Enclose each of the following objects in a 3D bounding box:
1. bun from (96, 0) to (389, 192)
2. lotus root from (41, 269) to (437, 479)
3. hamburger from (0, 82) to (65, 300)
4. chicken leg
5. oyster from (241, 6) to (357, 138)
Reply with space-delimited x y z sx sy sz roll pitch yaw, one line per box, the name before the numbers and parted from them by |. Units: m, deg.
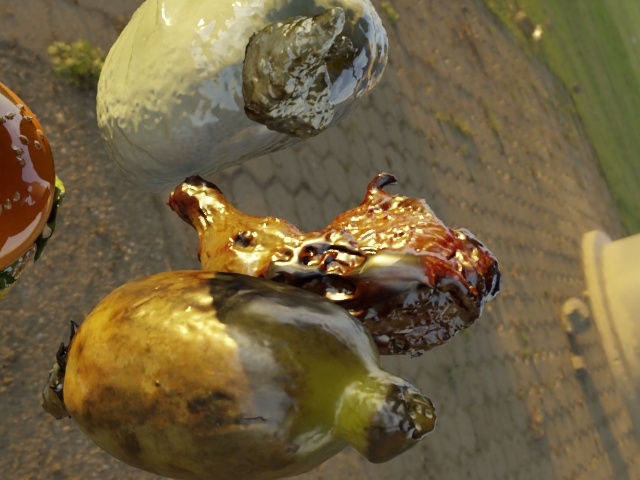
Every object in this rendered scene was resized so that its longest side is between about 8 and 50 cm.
bun | -0.097 -0.192 0.967 0.211 0.362 0.362 65 25 -10
lotus root | -0.063 0.093 0.607 0.169 0.314 0.141 -11 102 -61
hamburger | -0.322 -0.055 0.673 0.246 0.170 0.246 17 51 -22
chicken leg | -0.005 0.010 0.753 0.083 0.323 0.177 68 27 -50
oyster | -0.007 -0.077 0.448 0.083 0.081 0.038 45 39 -45
